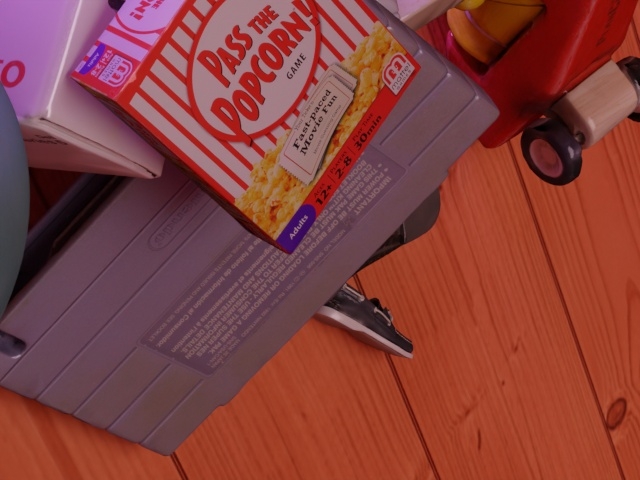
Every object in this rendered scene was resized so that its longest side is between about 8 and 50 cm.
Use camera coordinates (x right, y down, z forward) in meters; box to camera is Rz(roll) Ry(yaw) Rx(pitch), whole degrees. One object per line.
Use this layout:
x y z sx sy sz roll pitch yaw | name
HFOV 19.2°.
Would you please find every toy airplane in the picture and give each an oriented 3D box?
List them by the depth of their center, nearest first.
0.180 -0.263 1.532 0.384 0.272 0.386 -53 157 11 | toy airplane

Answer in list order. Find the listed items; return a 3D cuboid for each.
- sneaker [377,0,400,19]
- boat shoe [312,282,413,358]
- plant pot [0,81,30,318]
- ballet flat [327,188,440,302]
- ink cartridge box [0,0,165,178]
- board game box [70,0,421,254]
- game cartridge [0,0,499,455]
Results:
-0.007 -0.268 1.266 0.137 0.210 0.366 -7 140 -22 | sneaker
0.039 0.065 1.574 0.125 0.046 0.038 29 76 -40 | boat shoe
-0.289 -0.013 0.982 0.235 0.293 0.293 -54 135 -56 | plant pot
0.000 0.000 1.517 0.250 0.058 0.084 -29 113 -41 | ballet flat
-0.169 -0.185 1.162 0.114 0.198 0.273 27 74 -50 | ink cartridge box
-0.039 -0.099 1.113 0.147 0.045 0.193 -56 139 -6 | board game box
-0.063 -0.016 1.283 0.355 0.068 0.230 -46 143 10 | game cartridge
